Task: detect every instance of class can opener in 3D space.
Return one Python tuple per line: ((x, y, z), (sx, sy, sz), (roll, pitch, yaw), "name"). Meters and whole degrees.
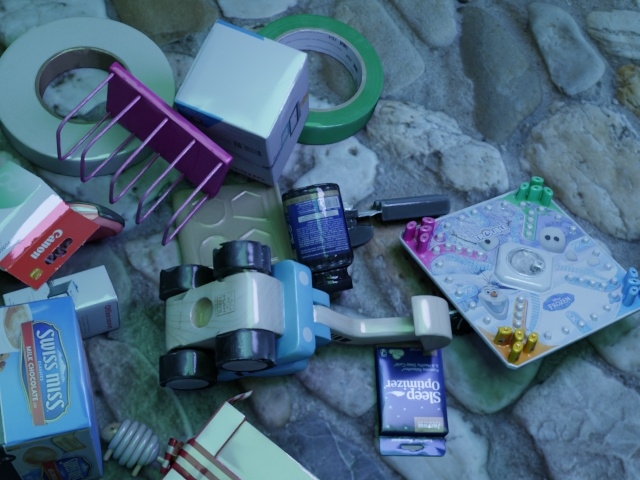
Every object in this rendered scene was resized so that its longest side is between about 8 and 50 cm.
((0.144, -0.051, 1.934), (0.280, 0.074, 0.093), (-11, 100, -13), "can opener")

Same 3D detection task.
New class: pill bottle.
((0.000, 0.000, 1.816), (0.122, 0.123, 0.219), (-11, 87, -15), "pill bottle")

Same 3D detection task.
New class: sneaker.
((0.336, 0.111, 1.867), (0.271, 0.100, 0.108), (-25, 60, -27), "sneaker")
((-0.543, 0.007, 1.768), (0.313, 0.116, 0.136), (-5, 74, -5), "sneaker")

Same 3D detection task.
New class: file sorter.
((-0.354, -0.156, 1.756), (0.290, 0.202, 0.182), (39, 68, -1), "file sorter")

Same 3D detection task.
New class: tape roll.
((-0.019, -0.374, 2.059), (0.321, 0.077, 0.321), (4, 63, -8), "tape roll")
((-0.512, -0.320, 1.949), (0.391, 0.072, 0.392), (4, 63, -8), "tape roll")

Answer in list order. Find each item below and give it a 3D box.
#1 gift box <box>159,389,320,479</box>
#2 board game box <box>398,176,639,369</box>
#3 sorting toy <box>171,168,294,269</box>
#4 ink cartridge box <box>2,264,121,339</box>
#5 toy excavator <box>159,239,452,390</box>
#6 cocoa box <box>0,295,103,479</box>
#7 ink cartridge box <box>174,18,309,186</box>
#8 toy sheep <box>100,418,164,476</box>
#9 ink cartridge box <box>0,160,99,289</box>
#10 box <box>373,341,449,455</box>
((-0.145, 0.420, 1.531), (0.258, 0.255, 0.276), (36, 69, 7), "gift box")
((0.424, 0.045, 1.841), (0.389, 0.050, 0.390), (-20, 52, -25), "board game box")
((-0.195, -0.063, 1.893), (0.229, 0.041, 0.307), (-10, 64, -10), "sorting toy")
((-0.482, 0.135, 1.678), (0.190, 0.140, 0.082), (-19, 65, -19), "ink cartridge box")
((-0.028, 0.157, 1.701), (0.445, 0.432, 0.222), (22, 56, -49), "toy excavator")
((-0.495, 0.273, 1.486), (0.227, 0.347, 0.232), (-9, 65, -15), "cocoa box")
((-0.149, -0.270, 1.812), (0.198, 0.270, 0.197), (23, 75, 6), "ink cartridge box")
((-0.337, 0.372, 1.615), (0.132, 0.091, 0.091), (31, 61, -9), "toy sheep")
((-0.560, -0.032, 1.672), (0.224, 0.056, 0.181), (27, 59, 19), "ink cartridge box")
((0.179, 0.309, 1.763), (0.136, 0.036, 0.225), (2, 64, -8), "box")
